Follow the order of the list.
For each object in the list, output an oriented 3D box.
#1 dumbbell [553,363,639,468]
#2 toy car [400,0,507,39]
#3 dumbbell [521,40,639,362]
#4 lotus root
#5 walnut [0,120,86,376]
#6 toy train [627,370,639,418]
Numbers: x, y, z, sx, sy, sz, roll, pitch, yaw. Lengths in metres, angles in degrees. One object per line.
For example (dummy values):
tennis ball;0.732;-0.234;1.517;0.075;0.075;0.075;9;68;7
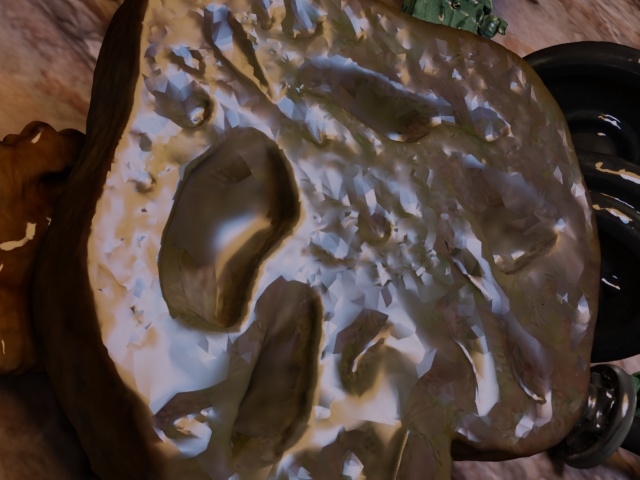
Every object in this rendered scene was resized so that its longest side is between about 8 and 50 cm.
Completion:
dumbbell;0.244;0.149;1.174;0.254;0.081;0.081;27;43;-22
toy car;0.096;-0.156;1.336;0.093;0.058;0.186;30;53;-17
dumbbell;0.199;-0.031;1.211;0.192;0.192;0.290;33;40;-12
lotus root;0.000;0.000;0.972;0.390;0.111;0.375;-38;97;-33
walnut;-0.181;0.006;0.942;0.170;0.069;0.142;-24;103;-52
toy train;0.291;0.124;1.238;0.122;0.081;0.050;23;46;-19
